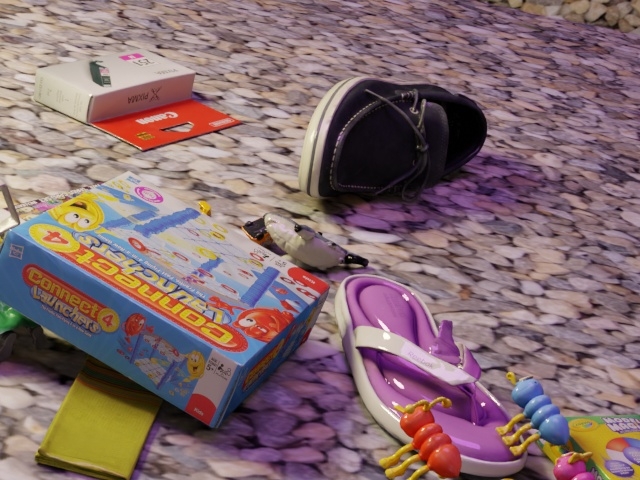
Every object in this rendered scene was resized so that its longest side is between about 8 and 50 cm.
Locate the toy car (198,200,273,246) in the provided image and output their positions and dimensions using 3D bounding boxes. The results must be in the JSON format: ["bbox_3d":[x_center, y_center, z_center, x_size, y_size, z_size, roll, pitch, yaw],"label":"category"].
[{"bbox_3d":[-0.111,-0.026,2.066,0.122,0.040,0.060,28,48,25],"label":"toy car"}]

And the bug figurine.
[{"bbox_3d":[0.205,0.234,1.538,0.279,0.072,0.216,-7,51,-45],"label":"bug figurine"}]

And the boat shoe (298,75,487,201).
[{"bbox_3d":[0.123,-0.164,2.329,0.156,0.187,0.500,18,18,26],"label":"boat shoe"}]

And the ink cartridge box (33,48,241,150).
[{"bbox_3d":[-0.298,-0.240,2.425,0.239,0.060,0.275,24,26,26],"label":"ink cartridge box"}]

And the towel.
[{"bbox_3d":[-0.228,0.181,1.569,0.102,0.021,0.237,13,24,1],"label":"towel"}]

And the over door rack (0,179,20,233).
[{"bbox_3d":[-0.485,0.022,1.545,0.324,0.108,0.239,-41,45,-13],"label":"over door rack"}]

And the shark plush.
[{"bbox_3d":[0.000,0.000,2.027,0.161,0.073,0.067,8,30,-20],"label":"shark plush"}]

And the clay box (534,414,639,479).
[{"bbox_3d":[0.350,0.262,1.655,0.127,0.053,0.222,2,27,-26],"label":"clay box"}]

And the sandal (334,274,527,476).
[{"bbox_3d":[0.117,0.135,1.751,0.169,0.102,0.416,1,27,-25],"label":"sandal"}]

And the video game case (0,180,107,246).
[{"bbox_3d":[-0.291,-0.001,1.915,0.210,0.042,0.232,28,28,28],"label":"video game case"}]

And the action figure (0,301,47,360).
[{"bbox_3d":[-0.408,0.056,1.700,0.137,0.063,0.232,-12,38,-42],"label":"action figure"}]

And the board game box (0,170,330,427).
[{"bbox_3d":[-0.179,0.057,1.702,0.308,0.086,0.302,29,22,9],"label":"board game box"}]
